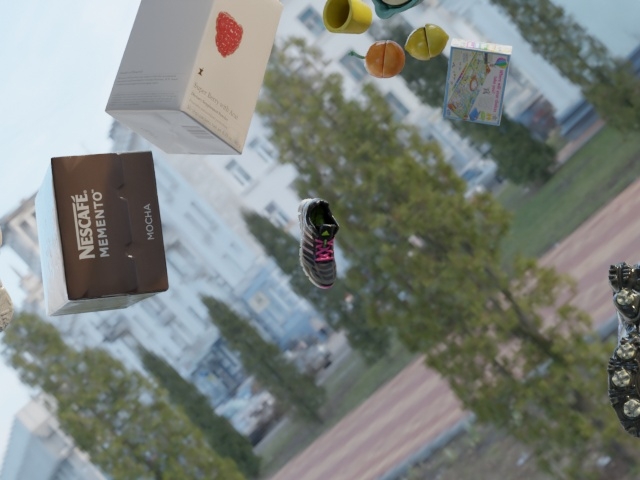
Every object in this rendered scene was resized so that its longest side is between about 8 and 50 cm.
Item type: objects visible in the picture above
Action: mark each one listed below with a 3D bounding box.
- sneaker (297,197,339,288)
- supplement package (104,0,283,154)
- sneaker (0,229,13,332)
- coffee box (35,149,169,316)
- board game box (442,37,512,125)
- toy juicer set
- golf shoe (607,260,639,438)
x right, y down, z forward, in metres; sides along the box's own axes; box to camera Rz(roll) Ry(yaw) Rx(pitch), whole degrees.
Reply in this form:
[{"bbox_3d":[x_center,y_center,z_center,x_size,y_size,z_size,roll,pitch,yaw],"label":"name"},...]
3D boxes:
[{"bbox_3d":[0.000,0.000,1.943,0.063,0.170,0.075,-3,-13,-23],"label":"sneaker"},{"bbox_3d":[-0.210,-0.313,1.843,0.177,0.175,0.293,34,-115,-52],"label":"supplement package"},{"bbox_3d":[-0.378,0.025,1.159,0.065,0.158,0.061,10,22,40],"label":"sneaker"},{"bbox_3d":[-0.281,-0.001,1.348,0.119,0.168,0.297,-5,-6,-19],"label":"coffee box"},{"bbox_3d":[0.272,-0.275,1.887,0.154,0.103,0.026,92,-168,-45],"label":"board game box"},{"bbox_3d":[0.142,-0.390,1.667,0.089,0.209,0.329,5,-39,-45],"label":"toy juicer set"},{"bbox_3d":[0.455,0.155,1.486,0.105,0.120,0.273,-5,54,22],"label":"golf shoe"}]
